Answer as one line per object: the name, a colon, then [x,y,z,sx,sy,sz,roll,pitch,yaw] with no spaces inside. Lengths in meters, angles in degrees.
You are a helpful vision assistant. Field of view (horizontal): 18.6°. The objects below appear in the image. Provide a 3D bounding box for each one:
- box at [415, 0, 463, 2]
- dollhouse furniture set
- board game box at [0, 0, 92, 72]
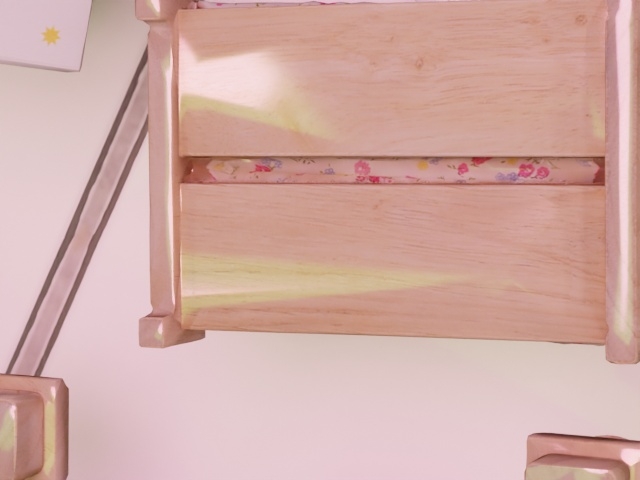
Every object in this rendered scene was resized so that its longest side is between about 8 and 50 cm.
box: [0.104,-0.122,0.811,0.126,0.072,0.137,-23,91,18]
dollhouse furniture set: [0.000,0.000,0.813,0.303,0.174,0.355,2,94,21]
board game box: [-0.146,-0.234,0.779,0.097,0.224,0.303,6,99,-26]
